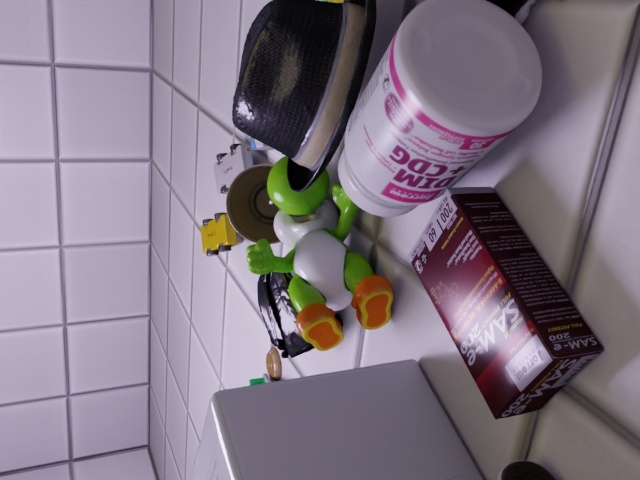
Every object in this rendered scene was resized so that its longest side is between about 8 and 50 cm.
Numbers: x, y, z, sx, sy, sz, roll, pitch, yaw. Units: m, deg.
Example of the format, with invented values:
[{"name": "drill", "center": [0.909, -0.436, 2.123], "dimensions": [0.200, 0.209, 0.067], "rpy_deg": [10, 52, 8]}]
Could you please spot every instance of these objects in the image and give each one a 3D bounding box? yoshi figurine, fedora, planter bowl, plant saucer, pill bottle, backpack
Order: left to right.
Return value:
[{"name": "planter bowl", "center": [-0.108, -0.078, 1.307], "dimensions": [0.109, 0.161, 0.162], "rpy_deg": [-81, -9, -83]}, {"name": "plant saucer", "center": [-0.115, 0.299, 1.517], "dimensions": [0.083, 0.015, 0.084], "rpy_deg": [176, 90, -66]}, {"name": "fedora", "center": [-0.044, -0.239, 0.929], "dimensions": [0.334, 0.152, 0.334], "rpy_deg": [-166, 90, -77]}, {"name": "backpack", "center": [-0.041, 0.114, 1.199], "dimensions": [0.152, 0.115, 0.182], "rpy_deg": [-40, 69, 40]}, {"name": "yoshi figurine", "center": [-0.014, -0.013, 1.070], "dimensions": [0.203, 0.203, 0.362], "rpy_deg": [-56, 40, 32]}, {"name": "pill bottle", "center": [0.121, -0.138, 0.751], "dimensions": [0.283, 0.160, 0.161], "rpy_deg": [126, 135, -67]}]

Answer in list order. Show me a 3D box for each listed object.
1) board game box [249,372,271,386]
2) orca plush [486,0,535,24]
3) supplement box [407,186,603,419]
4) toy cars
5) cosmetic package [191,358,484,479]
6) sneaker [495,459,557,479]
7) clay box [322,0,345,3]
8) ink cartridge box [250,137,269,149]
[{"name": "board game box", "center": [-0.106, 0.523, 1.371], "dimensions": [0.390, 0.050, 0.390], "rpy_deg": [-179, 84, -79]}, {"name": "orca plush", "center": [0.174, -0.295, 0.698], "dimensions": [0.287, 0.102, 0.151], "rpy_deg": [129, 132, -56]}, {"name": "supplement box", "center": [0.200, 0.065, 0.730], "dimensions": [0.130, 0.073, 0.240], "rpy_deg": [113, 144, -43]}, {"name": "toy cars", "center": [-0.225, -0.097, 1.627], "dimensions": [0.176, 0.087, 0.394], "rpy_deg": [57, 139, 39]}, {"name": "cosmetic package", "center": [0.029, 0.429, 0.850], "dimensions": [0.394, 0.327, 0.330], "rpy_deg": [-117, 34, -40]}, {"name": "sneaker", "center": [0.256, 0.379, 0.634], "dimensions": [0.290, 0.105, 0.123], "rpy_deg": [-108, 22, -51]}, {"name": "clay box", "center": [0.045, -0.456, 1.015], "dimensions": [0.127, 0.053, 0.222], "rpy_deg": [62, 146, 38]}, {"name": "ink cartridge box", "center": [-0.123, -0.268, 1.410], "dimensions": [0.088, 0.052, 0.123], "rpy_deg": [-174, 83, -65]}]
